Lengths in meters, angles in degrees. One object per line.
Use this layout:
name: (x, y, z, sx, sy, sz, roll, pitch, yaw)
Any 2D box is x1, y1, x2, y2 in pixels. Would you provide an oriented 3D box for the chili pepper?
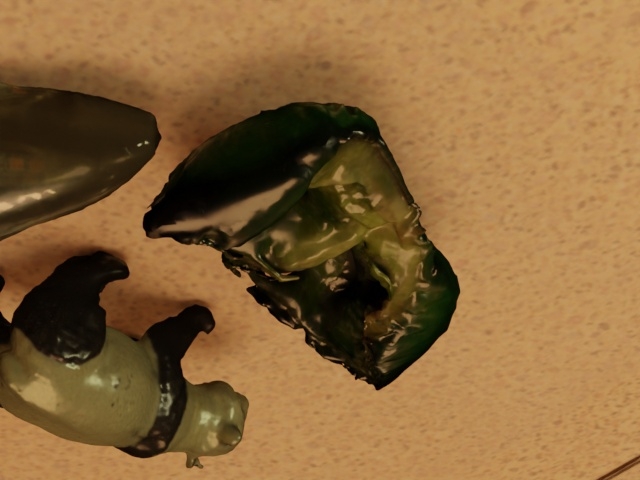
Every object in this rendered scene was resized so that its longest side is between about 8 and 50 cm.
chili pepper: (-0.001, -0.004, 0.924, 0.148, 0.116, 0.264, -30, 139, 8)

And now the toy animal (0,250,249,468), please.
toy animal: (-0.141, 0.091, 0.993, 0.094, 0.121, 0.225, -32, 138, 26)

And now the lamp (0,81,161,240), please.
lamp: (-0.217, -0.041, 0.827, 0.250, 0.101, 0.101, -7, 142, -6)
